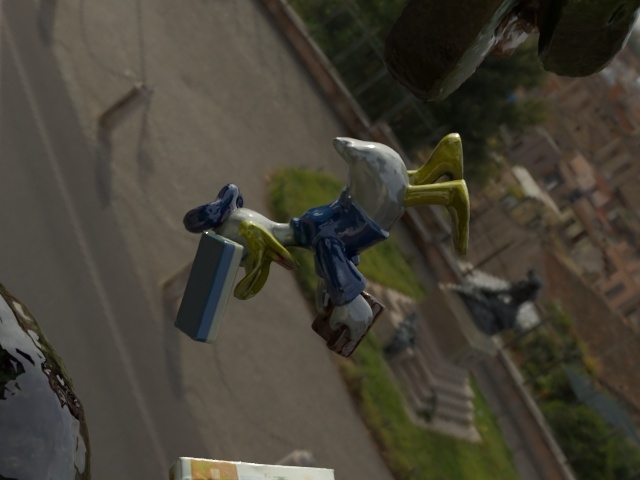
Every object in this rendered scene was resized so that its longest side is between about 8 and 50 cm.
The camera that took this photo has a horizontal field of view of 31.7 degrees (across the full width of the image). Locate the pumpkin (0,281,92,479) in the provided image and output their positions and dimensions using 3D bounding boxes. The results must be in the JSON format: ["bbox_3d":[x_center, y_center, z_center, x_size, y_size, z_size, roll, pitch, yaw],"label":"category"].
[{"bbox_3d":[-0.413,0.183,0.910,0.454,0.344,0.454,11,61,-21],"label":"pumpkin"}]

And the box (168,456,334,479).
[{"bbox_3d":[-0.035,0.250,0.731,0.122,0.032,0.220,9,51,-23],"label":"box"}]

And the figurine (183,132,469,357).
[{"bbox_3d":[0.000,0.000,1.390,0.338,0.284,0.204,5,23,-4],"label":"figurine"}]

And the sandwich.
[{"bbox_3d":[0.199,-0.215,0.986,0.162,0.250,0.301,44,23,5],"label":"sandwich"}]

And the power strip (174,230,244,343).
[{"bbox_3d":[-0.129,0.056,1.302,0.032,0.123,0.056,15,5,-37],"label":"power strip"}]
